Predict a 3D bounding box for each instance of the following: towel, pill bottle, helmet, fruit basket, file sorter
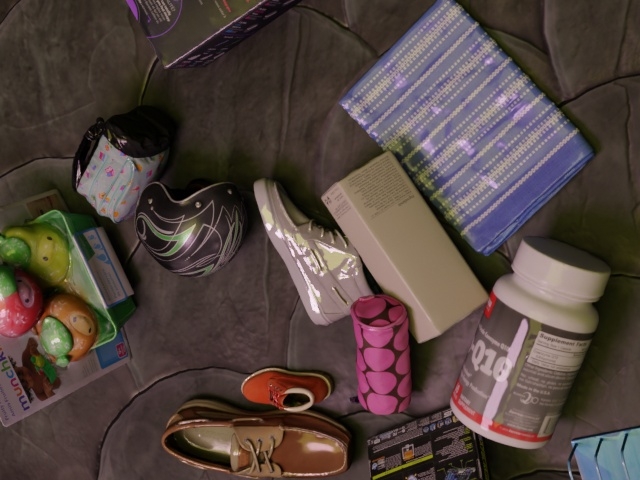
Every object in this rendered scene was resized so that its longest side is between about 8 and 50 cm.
[{"bbox_3d":[0.216,-0.170,1.823,0.243,0.040,0.336,-44,84,20],"label":"towel"},{"bbox_3d":[0.309,0.146,1.781,0.161,0.161,0.283,23,106,14],"label":"pill bottle"},{"bbox_3d":[-0.198,-0.024,1.929,0.161,0.169,0.169,24,107,31],"label":"helmet"},{"bbox_3d":[-0.452,0.090,1.935,0.165,0.353,0.327,-24,90,22],"label":"fruit basket"},{"bbox_3d":[0.464,0.350,1.795,0.170,0.104,0.118,-16,95,21],"label":"file sorter"}]

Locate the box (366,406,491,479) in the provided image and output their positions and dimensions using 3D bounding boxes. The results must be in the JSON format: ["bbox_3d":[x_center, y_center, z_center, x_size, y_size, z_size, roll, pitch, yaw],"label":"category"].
[{"bbox_3d":[0.167,0.359,1.871,0.191,0.045,0.184,-25,47,21],"label":"box"}]

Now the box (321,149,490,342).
[{"bbox_3d":[0.127,0.010,1.834,0.113,0.094,0.275,-31,87,-22],"label":"box"}]

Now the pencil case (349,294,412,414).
[{"bbox_3d":[0.089,0.172,1.859,0.095,0.098,0.209,-14,133,-12],"label":"pencil case"}]

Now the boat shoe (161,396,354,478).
[{"bbox_3d":[-0.110,0.341,1.982,0.324,0.120,0.122,3,105,19],"label":"boat shoe"}]

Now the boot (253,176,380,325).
[{"bbox_3d":[0.000,0.000,1.910,0.123,0.095,0.258,-24,100,16],"label":"boot"}]

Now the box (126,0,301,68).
[{"bbox_3d":[-0.145,-0.398,1.850,0.270,0.143,0.165,-30,88,21],"label":"box"}]

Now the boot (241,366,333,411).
[{"bbox_3d":[-0.067,0.246,1.973,0.158,0.084,0.059,-5,104,23],"label":"boot"}]

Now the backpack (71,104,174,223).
[{"bbox_3d":[-0.322,-0.119,1.967,0.115,0.152,0.182,45,123,16],"label":"backpack"}]
